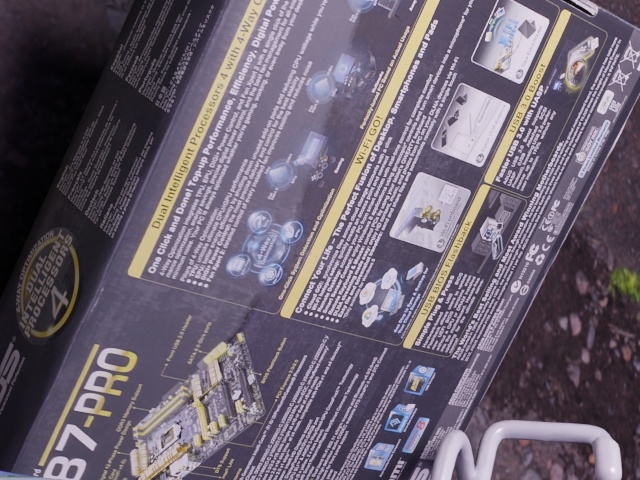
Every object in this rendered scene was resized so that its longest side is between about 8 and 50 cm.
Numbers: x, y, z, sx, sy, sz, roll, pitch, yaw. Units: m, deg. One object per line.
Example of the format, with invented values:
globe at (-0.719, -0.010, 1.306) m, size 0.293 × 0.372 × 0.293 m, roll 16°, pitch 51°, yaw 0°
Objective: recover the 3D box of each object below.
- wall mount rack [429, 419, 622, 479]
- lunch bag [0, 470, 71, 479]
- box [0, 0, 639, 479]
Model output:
wall mount rack at (0.136, 0.297, 0.873) m, size 0.304 × 0.131 × 0.350 m, roll -71°, pitch 157°, yaw -44°
lunch bag at (-0.159, 0.227, 0.597) m, size 0.115 × 0.303 × 0.243 m, roll -55°, pitch 147°, yaw -75°
box at (0.000, 0.000, 0.807) m, size 0.318 × 0.097 × 0.395 m, roll 15°, pitch 105°, yaw -42°
